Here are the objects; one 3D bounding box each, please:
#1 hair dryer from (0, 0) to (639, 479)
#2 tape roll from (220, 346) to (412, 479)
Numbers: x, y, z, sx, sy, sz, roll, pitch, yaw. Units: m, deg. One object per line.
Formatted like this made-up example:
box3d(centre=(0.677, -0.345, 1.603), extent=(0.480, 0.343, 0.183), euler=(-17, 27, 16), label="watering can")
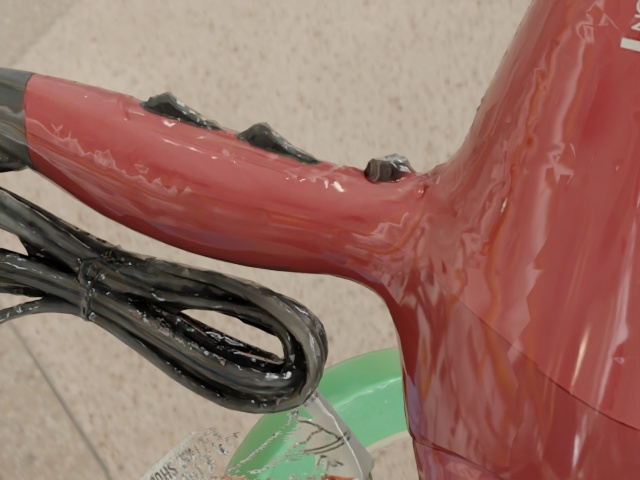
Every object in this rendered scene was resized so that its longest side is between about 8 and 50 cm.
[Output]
box3d(centre=(0.000, 0.000, 0.405), extent=(0.293, 0.080, 0.223), euler=(-37, 97, 16), label="hair dryer")
box3d(centre=(0.074, 0.244, 1.214), extent=(0.321, 0.321, 0.077), euler=(-27, 17, -8), label="tape roll")
